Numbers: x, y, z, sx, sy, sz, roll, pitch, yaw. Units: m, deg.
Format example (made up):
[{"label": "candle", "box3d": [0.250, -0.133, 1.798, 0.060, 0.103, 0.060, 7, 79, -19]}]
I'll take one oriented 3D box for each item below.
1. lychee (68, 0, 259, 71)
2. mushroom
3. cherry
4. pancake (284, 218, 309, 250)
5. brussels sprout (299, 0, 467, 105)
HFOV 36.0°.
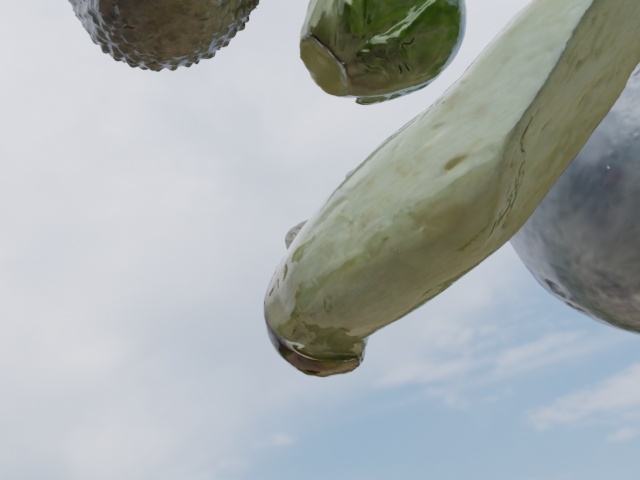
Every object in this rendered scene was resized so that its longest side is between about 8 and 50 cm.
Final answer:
[{"label": "lychee", "box3d": [-0.191, -0.330, 1.180, 0.274, 0.255, 0.255, -6, -28, -30]}, {"label": "mushroom", "box3d": [0.081, -0.038, 0.580, 0.087, 0.107, 0.333, 24, -54, -36]}, {"label": "cherry", "box3d": [0.248, -0.051, 0.788, 0.218, 0.296, 0.255, -27, -54, -8]}, {"label": "pancake", "box3d": [0.000, -0.001, 1.544, 0.114, 0.115, 0.011, -11, -46, -6]}, {"label": "brussels sprout", "box3d": [0.090, -0.311, 1.416, 0.244, 0.244, 0.244, -11, -28, -6]}]
